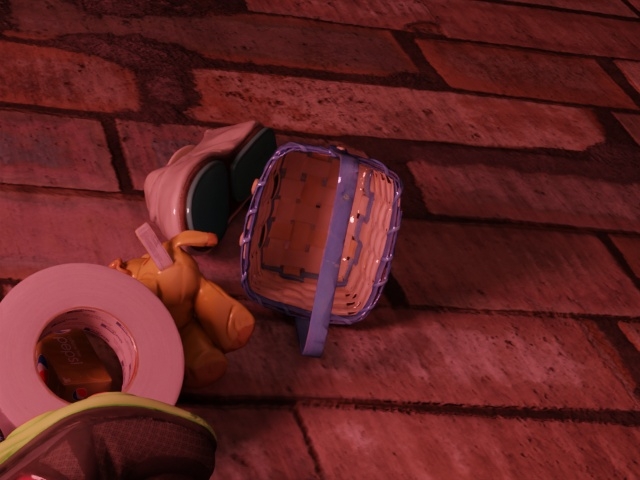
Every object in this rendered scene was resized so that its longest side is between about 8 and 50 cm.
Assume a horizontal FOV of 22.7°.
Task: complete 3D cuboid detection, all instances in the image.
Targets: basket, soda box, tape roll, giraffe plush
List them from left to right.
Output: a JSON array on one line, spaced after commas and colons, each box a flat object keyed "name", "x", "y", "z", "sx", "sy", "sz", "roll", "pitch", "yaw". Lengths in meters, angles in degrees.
[{"name": "soda box", "x": -0.304, "y": 0.136, "z": 1.855, "sx": 0.061, "sy": 0.058, "sz": 0.181, "roll": -3, "pitch": 33, "yaw": -29}, {"name": "tape roll", "x": -0.262, "y": 0.138, "z": 1.738, "sx": 0.219, "sy": 0.072, "sz": 0.219, "roll": 7, "pitch": 66, "yaw": -17}, {"name": "giraffe plush", "x": -0.204, "y": 0.079, "z": 1.929, "sx": 0.181, "sy": 0.210, "sz": 0.170, "roll": -20, "pitch": 7, "yaw": -27}, {"name": "basket", "x": 0.000, "y": 0.000, "z": 2.065, "sx": 0.201, "sy": 0.255, "sz": 0.289, "roll": 11, "pitch": 10, "yaw": -11}]

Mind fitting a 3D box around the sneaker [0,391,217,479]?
[{"name": "sneaker", "x": -0.285, "y": 0.291, "z": 1.509, "sx": 0.482, "sy": 0.185, "sz": 0.202, "roll": -18, "pitch": 61, "yaw": -41}]

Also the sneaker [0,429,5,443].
[{"name": "sneaker", "x": -0.418, "y": 0.223, "z": 1.636, "sx": 0.211, "sy": 0.081, "sz": 0.080, "roll": 5, "pitch": 60, "yaw": 12}]

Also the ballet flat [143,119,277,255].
[{"name": "ballet flat", "x": -0.175, "y": -0.076, "z": 2.259, "sx": 0.139, "sy": 0.139, "sz": 0.400, "roll": 20, "pitch": 24, "yaw": 8}]
